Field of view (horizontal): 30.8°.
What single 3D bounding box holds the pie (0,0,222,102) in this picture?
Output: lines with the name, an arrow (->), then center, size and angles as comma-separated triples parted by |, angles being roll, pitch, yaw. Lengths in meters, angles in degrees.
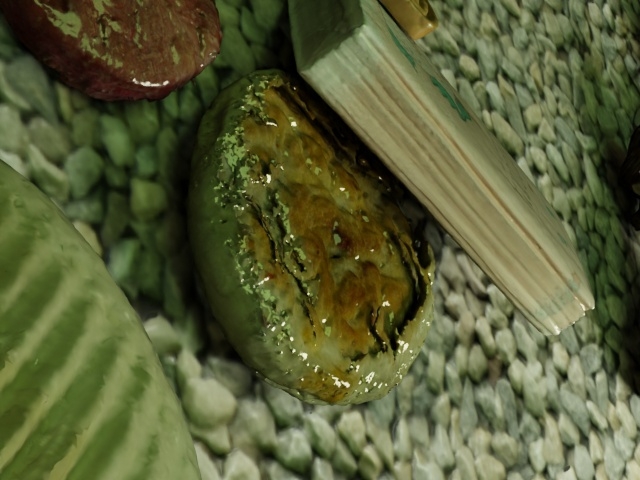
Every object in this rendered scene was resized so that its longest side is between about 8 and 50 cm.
pie -> -0.140, -0.179, 0.783 | 0.182, 0.049, 0.182 | 22, 58, -40

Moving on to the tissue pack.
tissue pack -> 0.101, -0.074, 0.962 | 0.325, 0.071, 0.170 | 46, 16, -27

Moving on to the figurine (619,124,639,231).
figurine -> 0.406, 0.005, 1.256 | 0.168, 0.187, 0.315 | 28, 47, -51

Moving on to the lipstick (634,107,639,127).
lipstick -> 0.482, -0.074, 1.455 | 0.264, 0.059, 0.059 | 45, 44, -25

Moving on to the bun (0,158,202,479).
bun -> -0.216, 0.093, 0.439 | 0.365, 0.219, 0.365 | 44, 28, -31

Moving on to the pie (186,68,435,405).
pie -> 0.000, 0.000, 0.863 | 0.274, 0.055, 0.274 | 32, 48, -43

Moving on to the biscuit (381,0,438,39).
biscuit -> 0.040, -0.252, 0.986 | 0.142, 0.029, 0.221 | 26, 31, -58
